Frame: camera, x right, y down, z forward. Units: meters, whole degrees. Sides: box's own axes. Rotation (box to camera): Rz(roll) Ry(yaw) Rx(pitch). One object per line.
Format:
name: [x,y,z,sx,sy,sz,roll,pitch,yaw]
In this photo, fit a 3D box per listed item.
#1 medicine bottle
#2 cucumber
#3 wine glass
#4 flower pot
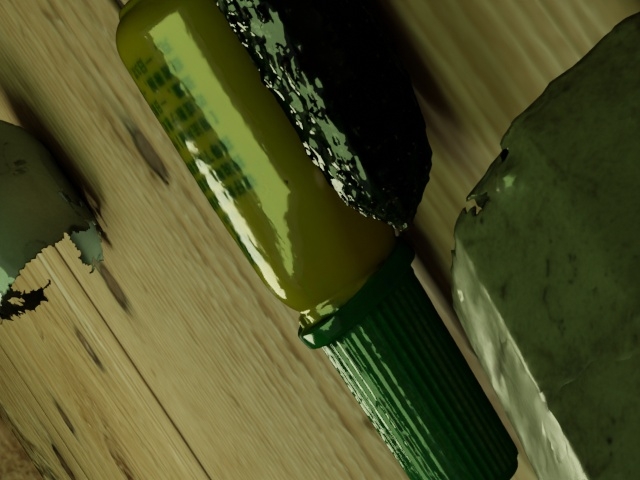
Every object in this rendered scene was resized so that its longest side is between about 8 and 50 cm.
medicine bottle: [0.000,0.000,0.820,0.309,0.076,0.111,59,164,-3]
cucumber: [-0.020,-0.114,0.711,0.245,0.067,0.067,54,161,-4]
wine glass: [-0.322,-0.079,1.397,0.321,0.143,0.143,51,160,16]
flower pot: [0.135,0.053,0.405,0.202,0.212,0.212,54,163,35]
